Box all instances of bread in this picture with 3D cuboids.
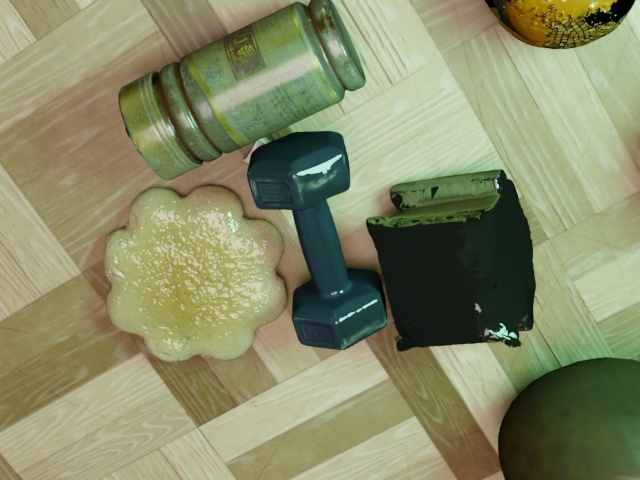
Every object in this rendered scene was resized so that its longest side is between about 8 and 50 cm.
[{"bbox_3d":[-0.201,0.060,1.466,0.316,0.054,0.316,1,108,4],"label":"bread"}]

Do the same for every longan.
[{"bbox_3d":[0.464,0.370,1.396,0.404,0.336,0.404,25,137,25],"label":"longan"}]

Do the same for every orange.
[{"bbox_3d":[0.318,-0.371,1.221,0.234,0.182,0.234,0,97,0],"label":"orange"}]

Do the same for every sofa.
[{"bbox_3d":[0.205,0.031,1.397,0.200,0.182,0.258,-7,110,24],"label":"sofa"}]

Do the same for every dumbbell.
[{"bbox_3d":[-0.001,0.000,1.355,0.156,0.143,0.316,-27,118,-20],"label":"dumbbell"}]

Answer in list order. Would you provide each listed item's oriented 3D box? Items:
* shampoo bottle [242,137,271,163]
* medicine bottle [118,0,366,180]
[{"bbox_3d":[-0.047,-0.109,1.406,0.141,0.034,0.049,29,103,-9],"label":"shampoo bottle"},{"bbox_3d":[-0.108,-0.216,1.308,0.322,0.151,0.151,-23,107,11],"label":"medicine bottle"}]
